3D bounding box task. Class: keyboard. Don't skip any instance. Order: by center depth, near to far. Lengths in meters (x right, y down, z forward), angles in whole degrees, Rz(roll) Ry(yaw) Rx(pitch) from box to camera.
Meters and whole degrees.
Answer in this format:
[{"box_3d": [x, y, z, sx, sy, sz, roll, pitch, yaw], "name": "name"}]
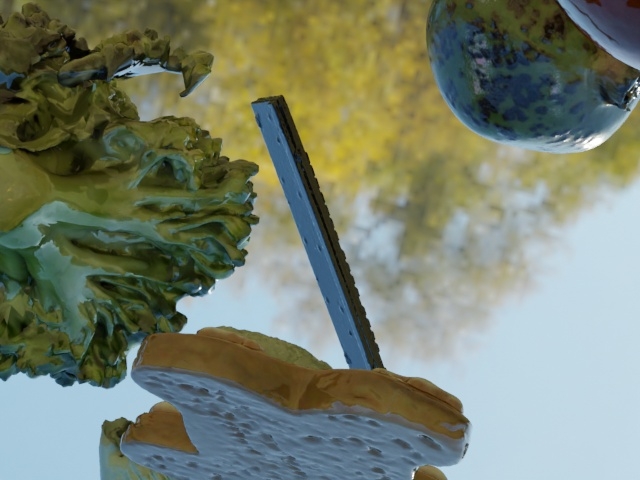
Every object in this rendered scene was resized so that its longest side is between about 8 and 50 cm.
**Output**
[{"box_3d": [0.000, 0.000, 2.014, 0.018, 0.309, 0.101, -23, -172, -15], "name": "keyboard"}]

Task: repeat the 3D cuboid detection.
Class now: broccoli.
[{"box_3d": [-0.229, -0.046, 1.755, 0.324, 0.272, 0.334, -33, -98, -21], "name": "broccoli"}]

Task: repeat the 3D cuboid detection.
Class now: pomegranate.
[{"box_3d": [0.241, -0.204, 2.051, 0.254, 0.254, 0.270, -1, -151, -41], "name": "pomegranate"}]

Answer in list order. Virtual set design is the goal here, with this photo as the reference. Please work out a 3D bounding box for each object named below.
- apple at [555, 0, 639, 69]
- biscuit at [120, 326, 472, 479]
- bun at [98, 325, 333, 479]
[{"box_3d": [0.291, -0.239, 1.593, 0.230, 0.230, 0.230, 13, -163, -4], "name": "apple"}, {"box_3d": [-0.015, 0.129, 1.205, 0.216, 0.047, 0.339, 14, 157, 9], "name": "biscuit"}, {"box_3d": [-0.053, 0.153, 1.436, 0.212, 0.204, 0.126, -7, -165, 28], "name": "bun"}]
